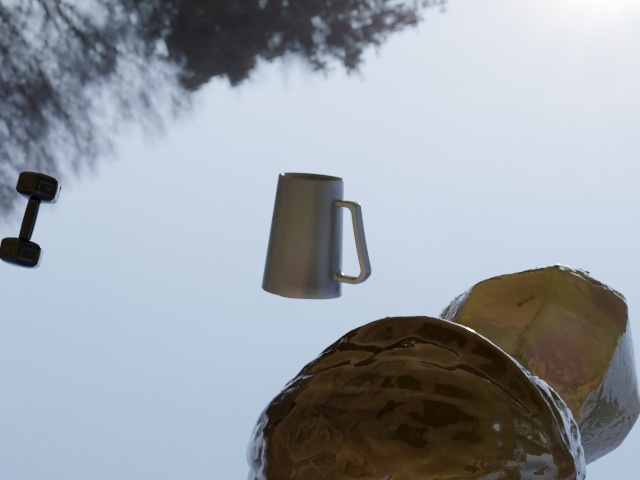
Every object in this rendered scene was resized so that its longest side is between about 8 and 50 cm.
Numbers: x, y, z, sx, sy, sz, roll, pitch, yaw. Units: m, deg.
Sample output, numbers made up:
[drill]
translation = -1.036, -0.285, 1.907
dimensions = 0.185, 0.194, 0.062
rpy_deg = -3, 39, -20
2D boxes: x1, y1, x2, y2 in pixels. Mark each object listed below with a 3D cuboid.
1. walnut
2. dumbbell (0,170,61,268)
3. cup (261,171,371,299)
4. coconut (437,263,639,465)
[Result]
[walnut]
translation = 0.072, 0.167, 0.955
dimensions = 0.261, 0.225, 0.225
rpy_deg = -8, -152, 36
[dumbbell]
translation = -0.250, -0.018, 1.099
dimensions = 0.036, 0.083, 0.040
rpy_deg = 14, 171, -3
[cup]
translation = 0.000, 0.000, 1.171
dimensions = 0.104, 0.116, 0.074
rpy_deg = 11, -170, 29
[coconut]
translation = 0.220, 0.137, 1.295
dimensions = 0.237, 0.236, 0.197
rpy_deg = -12, -164, 10
